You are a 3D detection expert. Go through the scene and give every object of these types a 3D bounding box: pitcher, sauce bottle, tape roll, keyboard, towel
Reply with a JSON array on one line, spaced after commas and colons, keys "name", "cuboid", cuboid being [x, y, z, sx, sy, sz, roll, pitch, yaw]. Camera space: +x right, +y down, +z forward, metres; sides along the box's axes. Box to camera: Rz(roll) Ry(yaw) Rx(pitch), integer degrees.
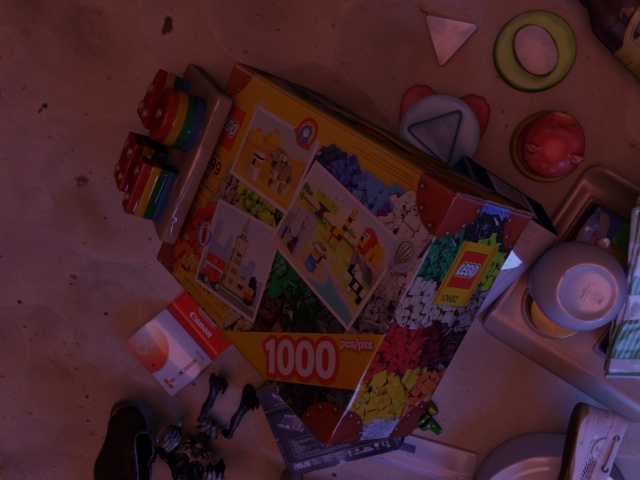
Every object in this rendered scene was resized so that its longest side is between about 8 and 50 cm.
[{"name": "pitcher", "cuboid": [0.385, 0.038, 1.026, 0.126, 0.207, 0.177, 28, 99, 6]}, {"name": "sauce bottle", "cuboid": [0.494, -0.313, 1.059, 0.344, 0.111, 0.111, 44, 106, 2]}, {"name": "tape roll", "cuboid": [0.409, 0.492, 1.236, 0.287, 0.100, 0.285, 2, 101, 11]}, {"name": "keyboard", "cuboid": [0.164, 0.400, 1.320, 0.256, 0.014, 0.072, 14, 98, 9]}, {"name": "towel", "cuboid": [0.559, 0.078, 1.021, 0.248, 0.038, 0.324, 1, 122, 7]}]

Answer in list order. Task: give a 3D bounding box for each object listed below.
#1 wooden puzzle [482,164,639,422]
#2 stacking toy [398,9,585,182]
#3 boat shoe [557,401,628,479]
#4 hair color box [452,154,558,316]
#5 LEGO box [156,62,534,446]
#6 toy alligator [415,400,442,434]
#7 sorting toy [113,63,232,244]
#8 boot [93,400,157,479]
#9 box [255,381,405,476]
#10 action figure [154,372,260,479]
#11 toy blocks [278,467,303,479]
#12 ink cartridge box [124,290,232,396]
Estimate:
[{"name": "wooden puzzle", "cuboid": [0.493, 0.099, 1.153, 0.322, 0.080, 0.347, 32, 106, 5]}, {"name": "stacking toy", "cuboid": [0.277, -0.230, 1.114, 0.309, 0.130, 0.279, 4, 102, 11]}, {"name": "boat shoe", "cuboid": [0.429, 0.402, 1.112, 0.096, 0.098, 0.276, 12, 98, 11]}, {"name": "hair color box", "cuboid": [0.193, 0.049, 1.138, 0.174, 0.105, 0.347, 30, 118, -19]}, {"name": "LEGO box", "cuboid": [0.000, 0.000, 1.059, 0.500, 0.193, 0.372, 38, 110, 41]}, {"name": "toy alligator", "cuboid": [0.158, 0.288, 1.277, 0.056, 0.051, 0.189, -39, 90, 16]}, {"name": "sorting toy", "cuboid": [-0.265, -0.165, 1.178, 0.090, 0.257, 0.255, 17, 107, -28]}, {"name": "boot", "cuboid": [-0.376, 0.450, 1.349, 0.090, 0.207, 0.248, 1, 97, -27]}, {"name": "box", "cuboid": [0.017, 0.324, 1.303, 0.231, 0.056, 0.182, -21, 92, 19]}, {"name": "action figure", "cuboid": [-0.234, 0.394, 1.341, 0.164, 0.141, 0.275, 30, 102, 2]}, {"name": "toy blocks", "cuboid": [-0.004, 0.627, 1.269, 0.309, 0.260, 0.288, 21, 104, 8]}, {"name": "ink cartridge box", "cuboid": [-0.271, 0.198, 1.361, 0.179, 0.045, 0.145, -41, 90, 19]}]
